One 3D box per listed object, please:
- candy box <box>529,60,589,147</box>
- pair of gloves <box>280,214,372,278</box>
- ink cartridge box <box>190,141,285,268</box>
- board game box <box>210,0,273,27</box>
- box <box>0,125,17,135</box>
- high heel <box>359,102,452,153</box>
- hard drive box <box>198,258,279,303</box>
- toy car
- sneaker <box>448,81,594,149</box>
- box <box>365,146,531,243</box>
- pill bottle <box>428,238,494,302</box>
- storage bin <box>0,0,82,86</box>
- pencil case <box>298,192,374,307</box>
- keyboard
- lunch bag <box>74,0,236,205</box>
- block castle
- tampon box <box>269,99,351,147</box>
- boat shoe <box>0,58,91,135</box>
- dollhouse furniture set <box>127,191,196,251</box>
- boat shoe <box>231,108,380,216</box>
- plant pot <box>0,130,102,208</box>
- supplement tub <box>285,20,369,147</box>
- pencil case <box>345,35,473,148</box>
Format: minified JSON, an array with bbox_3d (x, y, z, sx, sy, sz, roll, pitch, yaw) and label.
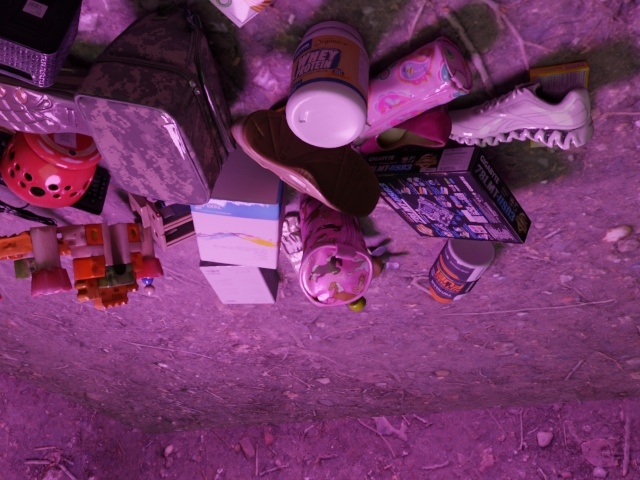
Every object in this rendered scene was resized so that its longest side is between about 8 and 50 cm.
[{"bbox_3d":[0.479,-0.269,1.184,0.105,0.027,0.206,-6,145,16],"label":"candy box"},{"bbox_3d":[0.000,0.000,1.594,0.240,0.042,0.204,-19,117,22],"label":"pair of gloves"},{"bbox_3d":[-0.184,-0.091,1.387,0.197,0.198,0.270,6,146,-1],"label":"ink cartridge box"},{"bbox_3d":[-0.170,-0.496,0.908,0.193,0.053,0.305,-23,137,36],"label":"board game box"},{"bbox_3d":[-0.784,-0.226,1.426,0.201,0.021,0.164,-12,143,23],"label":"box"},{"bbox_3d":[0.171,-0.208,1.227,0.244,0.117,0.082,-18,143,40],"label":"high heel"},{"bbox_3d":[-0.243,0.103,1.784,0.181,0.089,0.232,-1,145,10],"label":"hard drive box"},{"bbox_3d":[0.130,0.089,1.683,0.188,0.149,0.155,-27,126,22],"label":"toy car"},{"bbox_3d":[0.377,-0.252,1.145,0.292,0.110,0.118,4,133,27],"label":"sneaker"},{"bbox_3d":[0.287,-0.097,1.341,0.293,0.073,0.295,6,155,46],"label":"box"},{"bbox_3d":[0.381,0.083,1.633,0.130,0.130,0.246,8,146,-4],"label":"pill bottle"},{"bbox_3d":[-0.503,-0.373,1.022,0.122,0.180,0.084,18,145,-18],"label":"storage bin"},{"bbox_3d":[0.028,-0.013,1.311,0.160,0.386,0.167,-18,118,9],"label":"pencil case"},{"bbox_3d":[-0.664,-0.130,1.366,0.317,0.202,0.033,20,158,-33],"label":"keyboard"},{"bbox_3d":[-0.283,-0.254,1.107,0.212,0.256,0.305,8,149,13],"label":"lunch bag"},{"bbox_3d":[-0.644,0.081,1.517,0.303,0.213,0.453,-9,179,18],"label":"block castle"},{"bbox_3d":[-0.024,-0.220,1.258,0.120,0.101,0.161,-17,140,29],"label":"tampon box"},{"bbox_3d":[-0.539,-0.298,1.183,0.355,0.130,0.132,9,144,-18],"label":"boat shoe"},{"bbox_3d":[-0.394,-0.095,1.495,0.129,0.184,0.129,-27,145,-28],"label":"dollhouse furniture set"},{"bbox_3d":[-0.021,-0.158,1.177,0.341,0.122,0.110,31,174,-30],"label":"boat shoe"},{"bbox_3d":[-0.588,-0.192,1.304,0.191,0.191,0.174,28,134,-30],"label":"plant pot"},{"bbox_3d":[0.016,-0.286,1.064,0.144,0.200,0.144,3,146,2],"label":"supplement tub"},{"bbox_3d":[0.148,-0.278,1.134,0.284,0.124,0.124,-23,138,34],"label":"pencil case"}]
